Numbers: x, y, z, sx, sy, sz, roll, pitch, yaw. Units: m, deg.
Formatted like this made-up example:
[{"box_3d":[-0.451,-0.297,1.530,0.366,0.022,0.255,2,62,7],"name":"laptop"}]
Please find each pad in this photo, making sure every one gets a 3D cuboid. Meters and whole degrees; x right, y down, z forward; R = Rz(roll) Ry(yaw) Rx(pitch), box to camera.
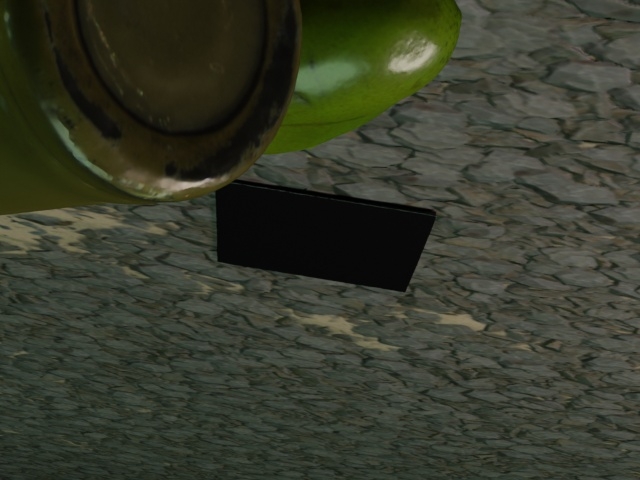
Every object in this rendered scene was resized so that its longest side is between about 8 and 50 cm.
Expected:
[{"box_3d":[0.000,0.000,1.423,0.170,0.006,0.245,10,164,0],"name":"pad"}]

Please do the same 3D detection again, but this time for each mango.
[{"box_3d":[-0.011,-0.098,0.918,0.117,0.089,0.163,5,159,-41],"name":"mango"}]

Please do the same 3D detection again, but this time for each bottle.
[{"box_3d":[-0.191,-0.094,0.887,0.351,0.171,0.171,-3,161,42],"name":"bottle"}]
